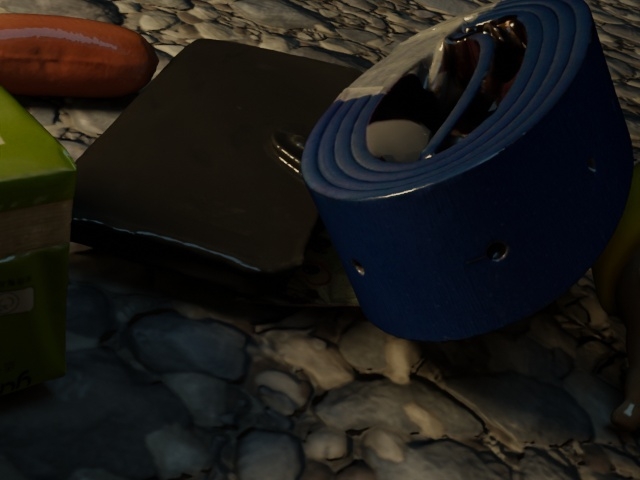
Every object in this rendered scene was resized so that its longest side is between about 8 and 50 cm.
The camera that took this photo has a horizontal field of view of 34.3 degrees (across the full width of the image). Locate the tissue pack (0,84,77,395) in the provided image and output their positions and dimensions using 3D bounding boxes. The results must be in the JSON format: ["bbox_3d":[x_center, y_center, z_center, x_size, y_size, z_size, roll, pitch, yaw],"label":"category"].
[{"bbox_3d":[-0.298,0.003,0.538,0.274,0.167,0.200,-18,43,-39],"label":"tissue pack"}]

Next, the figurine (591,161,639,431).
[{"bbox_3d":[0.284,0.063,0.680,0.215,0.187,0.344,24,39,-3],"label":"figurine"}]

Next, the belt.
[{"bbox_3d":[0.109,-0.066,0.747,0.212,0.117,0.347,-15,24,25],"label":"belt"}]

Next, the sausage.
[{"bbox_3d":[-0.237,-0.159,0.893,0.194,0.077,0.077,-2,37,-24],"label":"sausage"}]

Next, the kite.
[{"bbox_3d":[0.000,-0.001,0.805,0.229,0.012,0.250,26,34,18],"label":"kite"}]

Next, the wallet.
[{"bbox_3d":[-0.074,-0.074,0.840,0.197,0.051,0.377,15,31,5],"label":"wallet"}]
